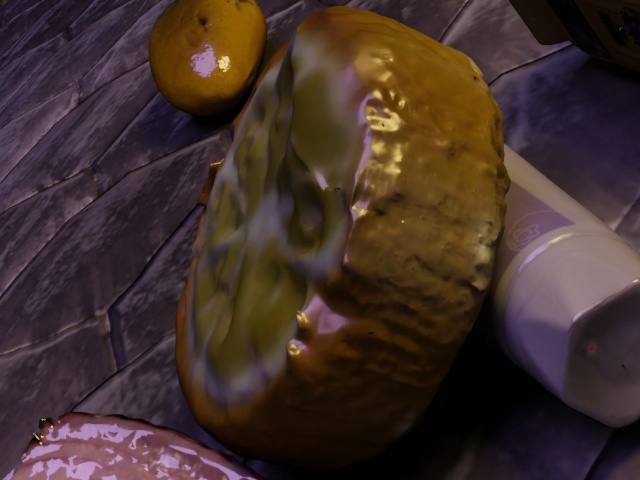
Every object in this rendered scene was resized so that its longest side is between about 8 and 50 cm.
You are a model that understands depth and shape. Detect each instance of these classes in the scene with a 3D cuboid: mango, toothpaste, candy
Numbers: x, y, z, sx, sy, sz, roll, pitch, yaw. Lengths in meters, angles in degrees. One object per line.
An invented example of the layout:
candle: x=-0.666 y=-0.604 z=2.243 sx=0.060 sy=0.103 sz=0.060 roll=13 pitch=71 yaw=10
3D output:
mango: x=-0.119 y=-0.204 z=1.058 sx=0.137 sy=0.098 sz=0.195 roll=-31 pitch=36 yaw=7
toothpaste: x=0.091 y=-0.015 z=0.601 sx=0.125 sy=0.080 sz=0.371 roll=-45 pitch=26 yaw=4
candy: x=0.000 y=0.000 z=0.555 sx=0.260 sy=0.118 sz=0.260 roll=-53 pitch=27 yaw=43

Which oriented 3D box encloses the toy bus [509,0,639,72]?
toy bus: x=0.238 y=-0.166 z=0.579 sx=0.157 sy=0.139 sz=0.289 roll=-45 pitch=34 yaw=0

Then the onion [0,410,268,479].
onion: x=-0.096 y=0.226 z=0.467 sx=0.247 sy=0.111 sz=0.250 roll=17 pitch=48 yaw=28
